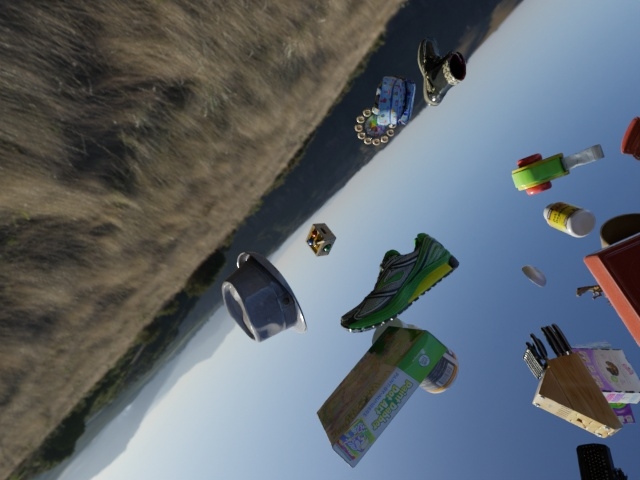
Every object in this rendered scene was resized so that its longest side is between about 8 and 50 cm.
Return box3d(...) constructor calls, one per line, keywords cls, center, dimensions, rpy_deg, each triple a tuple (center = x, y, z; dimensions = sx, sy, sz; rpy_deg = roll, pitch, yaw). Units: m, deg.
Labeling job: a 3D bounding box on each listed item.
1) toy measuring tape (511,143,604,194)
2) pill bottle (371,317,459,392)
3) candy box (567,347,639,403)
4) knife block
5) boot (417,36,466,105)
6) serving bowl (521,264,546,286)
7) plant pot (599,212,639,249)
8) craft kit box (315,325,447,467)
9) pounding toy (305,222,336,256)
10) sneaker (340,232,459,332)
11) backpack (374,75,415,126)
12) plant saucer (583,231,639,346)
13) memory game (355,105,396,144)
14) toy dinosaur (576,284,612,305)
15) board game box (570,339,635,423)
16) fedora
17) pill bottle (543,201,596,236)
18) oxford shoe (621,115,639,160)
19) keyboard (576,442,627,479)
box3d(cls="toy measuring tape", center=(0.624, -0.194, 1.212), dimensions=(0.121, 0.121, 0.330), rpy_deg=(-50, -178, -4))
box3d(cls="pill bottle", center=(0.306, 0.369, 1.417), dimensions=(0.162, 0.278, 0.162), rpy_deg=(-40, -151, 27))
box3d(cls="candy box", center=(0.920, 0.441, 1.438), dimensions=(0.165, 0.196, 0.070), rpy_deg=(-88, -179, -49))
box3d(cls="knife block", center=(0.716, 0.381, 1.249), dimensions=(0.242, 0.275, 0.088), rpy_deg=(-54, 150, -25))
box3d(cls="boot", center=(0.397, -0.582, 1.424), dimensions=(0.178, 0.085, 0.237), rpy_deg=(155, -69, -75))
box3d(cls="serving bowl", center=(0.660, 0.104, 1.343), dimensions=(0.027, 0.083, 0.083), rpy_deg=(-55, -179, 26))
box3d(cls="plant pot", center=(1.142, 0.072, 1.580), dimensions=(0.237, 0.255, 0.237), rpy_deg=(-15, -148, 9))
box3d(cls="craft kit box", center=(0.102, 0.275, 0.833), dimensions=(0.250, 0.061, 0.246), rpy_deg=(-47, -179, -12))
box3d(cls="pounding toy", center=(0.000, 0.000, 1.994), dimensions=(0.100, 0.141, 0.130), rpy_deg=(-6, 134, -37))
box3d(cls="sneaker", center=(0.186, 0.116, 1.148), dimensions=(0.343, 0.146, 0.134), rpy_deg=(-38, 169, -7))
box3d(cls="backpack", center=(0.232, -0.441, 1.391), dimensions=(0.173, 0.116, 0.158), rpy_deg=(-49, 147, -66))
box3d(cls="plant saucer", center=(0.789, 0.077, 0.993), dimensions=(0.259, 0.047, 0.259), rpy_deg=(-30, -131, 23))
box3d(cls="memory game", center=(0.244, -0.504, 1.922), dimensions=(0.186, 0.186, 0.012), rpy_deg=(-47, -155, 29))
box3d(cls="toy dinosaur", center=(0.943, 0.154, 1.405), dimensions=(0.211, 0.064, 0.112), rpy_deg=(-5, -160, 18))
box3d(cls="board game box", center=(1.057, 0.536, 1.662), dimensions=(0.144, 0.276, 0.142), rpy_deg=(-17, 168, 24))
box3d(cls="fedora", center=(-0.162, 0.168, 1.136), dimensions=(0.124, 0.276, 0.243), rpy_deg=(-37, -142, -29))
box3d(cls="pill bottle", center=(1.037, -0.096, 1.842), dimensions=(0.117, 0.117, 0.215), rpy_deg=(-49, -166, 10))
box3d(cls="oxford shoe", center=(0.865, -0.255, 1.142), dimensions=(0.271, 0.098, 0.097), rpy_deg=(-55, 157, -54))
box3d(cls="keyboard", center=(0.634, 0.542, 0.977), dimensions=(0.100, 0.038, 0.192), rpy_deg=(-25, -151, 33))
